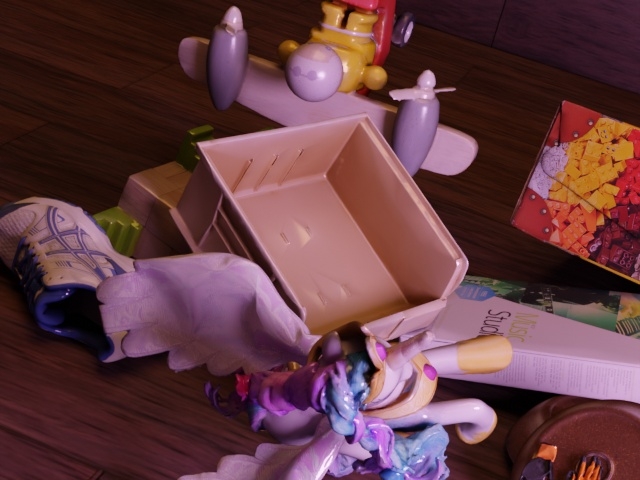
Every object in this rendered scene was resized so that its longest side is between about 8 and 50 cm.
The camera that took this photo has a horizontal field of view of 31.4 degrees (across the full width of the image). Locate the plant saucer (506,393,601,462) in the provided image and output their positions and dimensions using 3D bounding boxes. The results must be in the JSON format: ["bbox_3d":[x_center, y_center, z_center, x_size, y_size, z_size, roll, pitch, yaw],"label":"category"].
[{"bbox_3d":[0.368,0.238,1.291,0.310,0.050,0.310,6,14,-2],"label":"plant saucer"}]

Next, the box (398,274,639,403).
[{"bbox_3d":[0.282,0.119,1.462,0.321,0.059,0.232,7,21,16],"label":"box"}]

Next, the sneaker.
[{"bbox_3d":[-0.300,0.039,1.325,0.296,0.112,0.131,26,27,25],"label":"sneaker"}]

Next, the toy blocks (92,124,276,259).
[{"bbox_3d":[-0.086,-0.007,1.511,0.261,0.191,0.381,36,30,16],"label":"toy blocks"}]

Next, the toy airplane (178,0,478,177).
[{"bbox_3d":[0.001,-0.220,1.744,0.386,0.385,0.272,-23,-7,13],"label":"toy airplane"}]

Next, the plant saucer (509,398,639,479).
[{"bbox_3d":[0.283,0.241,1.163,0.198,0.036,0.199,-17,47,19],"label":"plant saucer"}]

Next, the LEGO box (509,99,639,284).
[{"bbox_3d":[0.550,-0.025,1.690,0.372,0.193,0.500,26,9,25],"label":"LEGO box"}]

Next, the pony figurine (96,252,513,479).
[{"bbox_3d":[-0.011,0.147,1.050,0.350,0.303,0.363,-16,-17,21],"label":"pony figurine"}]

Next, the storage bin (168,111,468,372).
[{"bbox_3d":[0.000,0.000,1.353,0.262,0.123,0.260,-15,63,-39],"label":"storage bin"}]

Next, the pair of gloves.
[{"bbox_3d":[0.242,0.243,1.152,0.083,0.010,0.074,9,58,37],"label":"pair of gloves"}]
